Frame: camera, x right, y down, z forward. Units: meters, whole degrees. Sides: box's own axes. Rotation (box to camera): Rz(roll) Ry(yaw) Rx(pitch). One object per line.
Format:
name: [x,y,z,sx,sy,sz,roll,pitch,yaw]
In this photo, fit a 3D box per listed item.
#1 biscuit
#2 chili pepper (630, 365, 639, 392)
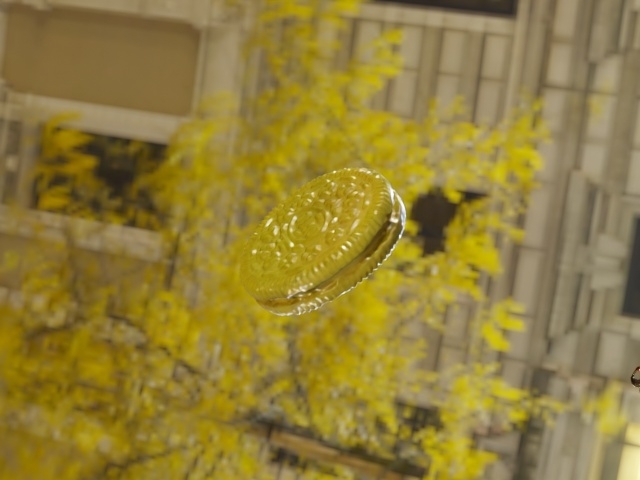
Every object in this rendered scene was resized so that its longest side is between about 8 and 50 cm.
biscuit: [0.000,0.000,0.690,0.023,0.084,0.084,53,-134,-27]
chili pepper: [0.240,0.094,0.765,0.169,0.065,0.088,24,-148,-42]
